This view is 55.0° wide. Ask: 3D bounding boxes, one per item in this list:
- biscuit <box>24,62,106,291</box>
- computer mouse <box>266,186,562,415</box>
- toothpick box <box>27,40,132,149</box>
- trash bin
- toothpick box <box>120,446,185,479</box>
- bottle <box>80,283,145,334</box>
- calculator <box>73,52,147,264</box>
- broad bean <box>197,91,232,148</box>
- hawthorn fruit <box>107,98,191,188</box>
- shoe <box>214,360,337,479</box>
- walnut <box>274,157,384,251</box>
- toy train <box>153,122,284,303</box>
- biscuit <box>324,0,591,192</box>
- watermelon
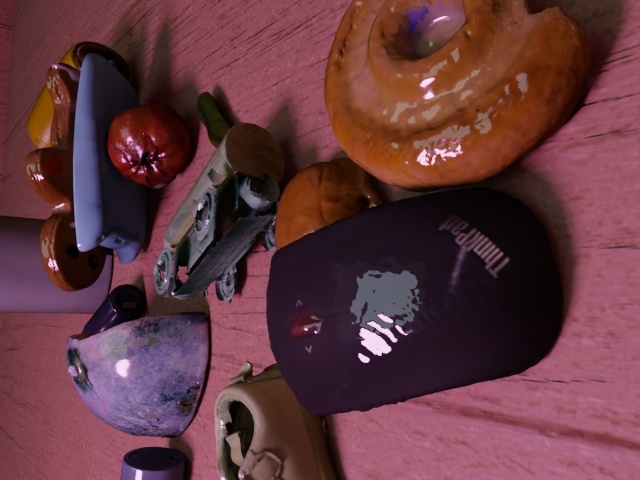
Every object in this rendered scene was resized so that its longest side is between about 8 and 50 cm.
[{"bbox_3d":[-0.441,-0.108,1.179,0.064,0.283,0.431,-10,62,15],"label":"biscuit"},{"bbox_3d":[0.063,0.054,0.536,0.269,0.100,0.170,-21,71,30],"label":"computer mouse"},{"bbox_3d":[-0.537,-0.315,1.389,0.271,0.175,0.174,-41,54,38],"label":"toothpick box"},{"bbox_3d":[-0.635,0.057,1.394,0.277,0.263,0.217,-45,52,40],"label":"trash bin"},{"bbox_3d":[-0.278,0.428,1.001,0.101,0.101,0.153,11,94,53],"label":"toothpick box"},{"bbox_3d":[-0.440,0.169,1.276,0.244,0.072,0.082,-41,49,43],"label":"bottle"},{"bbox_3d":[-0.388,-0.158,1.154,0.256,0.055,0.385,61,-156,-79],"label":"calculator"},{"bbox_3d":[-0.146,-0.172,0.956,0.227,0.039,0.069,41,124,47],"label":"broad bean"},{"bbox_3d":[-0.302,-0.182,1.089,0.148,0.148,0.172,-58,28,31],"label":"hawthorn fruit"},{"bbox_3d":[-0.059,0.276,0.727,0.140,0.128,0.262,135,132,-58],"label":"shoe"},{"bbox_3d":[-0.002,-0.002,0.700,0.167,0.087,0.211,-51,48,42],"label":"walnut"},{"bbox_3d":[-0.153,-0.031,0.859,0.307,0.127,0.189,-44,54,47],"label":"toy train"},{"bbox_3d":[0.096,-0.155,0.567,0.213,0.091,0.274,-55,48,14],"label":"biscuit"},{"bbox_3d":[-0.326,0.240,1.028,0.322,0.175,0.188,-38,55,45],"label":"watermelon"}]
